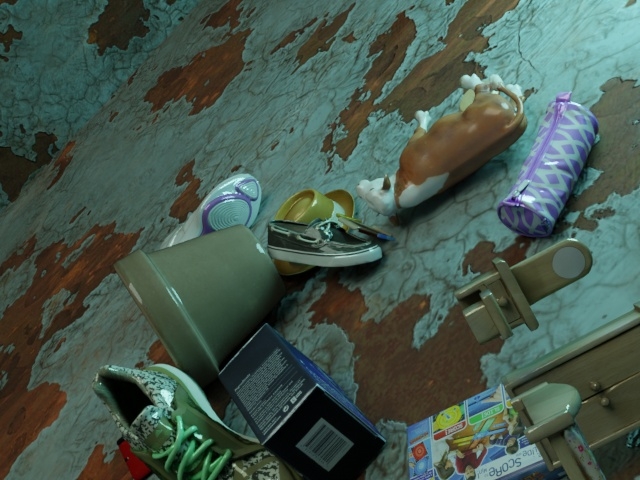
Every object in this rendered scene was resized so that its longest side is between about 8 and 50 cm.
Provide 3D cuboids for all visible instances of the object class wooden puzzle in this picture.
[{"bbox_3d":[0.072,-0.019,1.564,0.116,0.078,0.014,38,111,67],"label":"wooden puzzle"}]

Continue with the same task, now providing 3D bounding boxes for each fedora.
[{"bbox_3d":[-0.029,-0.030,1.691,0.194,0.079,0.194,-33,33,25],"label":"fedora"}]

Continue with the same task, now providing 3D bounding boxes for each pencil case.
[{"bbox_3d":[0.316,-0.101,1.325,0.086,0.088,0.206,0,53,49],"label":"pencil case"}]

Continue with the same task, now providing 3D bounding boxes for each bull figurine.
[{"bbox_3d":[0.198,-0.150,1.520,0.310,0.101,0.188,-28,33,30],"label":"bull figurine"}]

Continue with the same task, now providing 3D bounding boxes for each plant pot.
[{"bbox_3d":[-0.189,0.094,1.624,0.229,0.263,0.263,-31,28,-11],"label":"plant pot"}]

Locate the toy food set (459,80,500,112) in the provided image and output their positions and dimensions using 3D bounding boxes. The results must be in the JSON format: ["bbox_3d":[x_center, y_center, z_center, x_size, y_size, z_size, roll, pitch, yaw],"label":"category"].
[{"bbox_3d":[0.269,-0.239,1.615,0.083,0.020,0.083,-54,31,-11],"label":"toy food set"}]

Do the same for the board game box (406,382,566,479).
[{"bbox_3d":[0.194,0.245,1.121,0.201,0.035,0.136,-31,33,26],"label":"board game box"}]

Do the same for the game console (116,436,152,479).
[{"bbox_3d":[-0.270,0.329,1.640,0.144,0.085,0.124,-40,61,13],"label":"game console"}]

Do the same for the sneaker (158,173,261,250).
[{"bbox_3d":[-0.247,-0.022,1.925,0.305,0.114,0.152,-50,31,-4],"label":"sneaker"}]

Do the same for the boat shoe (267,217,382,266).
[{"bbox_3d":[0.000,0.000,1.565,0.219,0.070,0.077,4,15,32],"label":"boat shoe"}]

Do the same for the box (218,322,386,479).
[{"bbox_3d":[-0.030,0.230,1.309,0.108,0.153,0.207,-47,30,-1],"label":"box"}]

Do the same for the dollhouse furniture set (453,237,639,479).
[{"bbox_3d":[0.266,0.147,0.838,0.173,0.303,0.355,-29,0,6],"label":"dollhouse furniture set"}]

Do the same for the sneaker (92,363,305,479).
[{"bbox_3d":[-0.193,0.300,1.337,0.410,0.182,0.158,29,86,37],"label":"sneaker"}]
